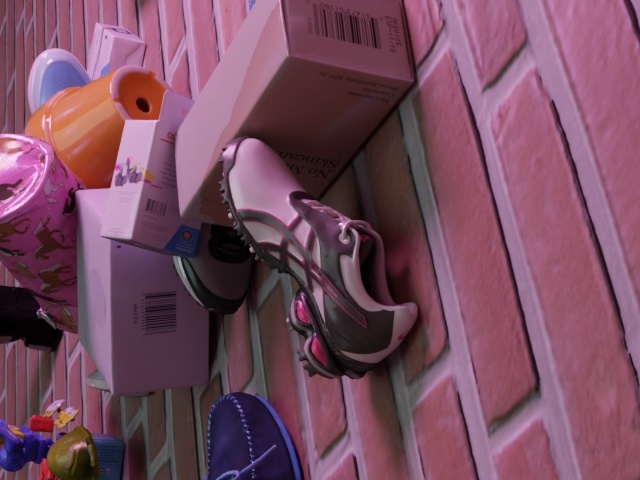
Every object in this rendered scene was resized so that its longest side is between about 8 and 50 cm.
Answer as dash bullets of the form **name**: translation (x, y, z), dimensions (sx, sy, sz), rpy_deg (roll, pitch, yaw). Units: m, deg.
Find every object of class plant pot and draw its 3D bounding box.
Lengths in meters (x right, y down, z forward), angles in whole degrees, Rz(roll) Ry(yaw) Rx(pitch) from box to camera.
- **plant pot**: translation (-0.318, -0.169, 1.917), dimensions (0.188, 0.205, 0.205), rpy_deg (-33, 52, 40)

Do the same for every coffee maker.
- **coffee maker**: translation (-0.586, 0.138, 2.397), dimensions (0.171, 0.178, 0.120), rpy_deg (126, 141, -50)

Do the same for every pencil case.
- **pencil case**: translation (-0.397, 0.000, 1.836), dimensions (0.386, 0.160, 0.167), rpy_deg (66, -142, -56)

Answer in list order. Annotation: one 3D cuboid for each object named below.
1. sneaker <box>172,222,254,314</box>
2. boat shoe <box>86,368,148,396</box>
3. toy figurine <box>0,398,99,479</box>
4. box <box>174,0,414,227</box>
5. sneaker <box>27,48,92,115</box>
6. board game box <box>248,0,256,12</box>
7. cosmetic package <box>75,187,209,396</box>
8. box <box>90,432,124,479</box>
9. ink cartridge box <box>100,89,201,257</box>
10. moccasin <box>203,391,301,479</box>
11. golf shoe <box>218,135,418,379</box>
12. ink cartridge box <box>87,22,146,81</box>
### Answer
- **sneaker**: translation (-0.118, -0.044, 1.543), dimensions (0.108, 0.100, 0.272), rpy_deg (-21, 63, 56)
- **boat shoe**: translation (-0.308, 0.202, 1.920), dimensions (0.184, 0.066, 0.063), rpy_deg (-17, 56, 64)
- **toy figurine**: translation (-0.489, 0.350, 1.934), dimensions (0.362, 0.217, 0.191), rpy_deg (-173, 91, -66)
- **box**: translation (-0.039, -0.140, 1.342), dimensions (0.311, 0.148, 0.121), rpy_deg (129, 141, -51)
- **sneaker**: translation (-0.393, -0.162, 2.095), dimensions (0.208, 0.127, 0.319), rpy_deg (22, 126, 62)
- **board game box**: translation (-0.044, -0.267, 1.530), dimensions (0.145, 0.027, 0.281), rpy_deg (-46, 42, 50)
- **cosmetic package**: translation (-0.243, 0.060, 1.691), dimensions (0.224, 0.138, 0.224), rpy_deg (-146, 54, -62)
- **box**: translation (-0.364, 0.431, 1.969), dimensions (0.100, 0.060, 0.244), rpy_deg (180, 97, -66)
- **ink cartridge box**: translation (-0.187, -0.079, 1.490), dimensions (0.061, 0.104, 0.181), rpy_deg (6, 81, 40)
- **moccasin**: translation (-0.084, 0.310, 1.327), dimensions (0.138, 0.116, 0.342), rpy_deg (-53, 39, 40)
- **golf shoe**: translation (0.000, 0.000, 1.225), dimensions (0.120, 0.105, 0.273), rpy_deg (-38, 74, 30)
- **ink cartridge box**: translation (-0.366, -0.320, 2.199), dimensions (0.180, 0.060, 0.104), rpy_deg (-140, 60, -61)
